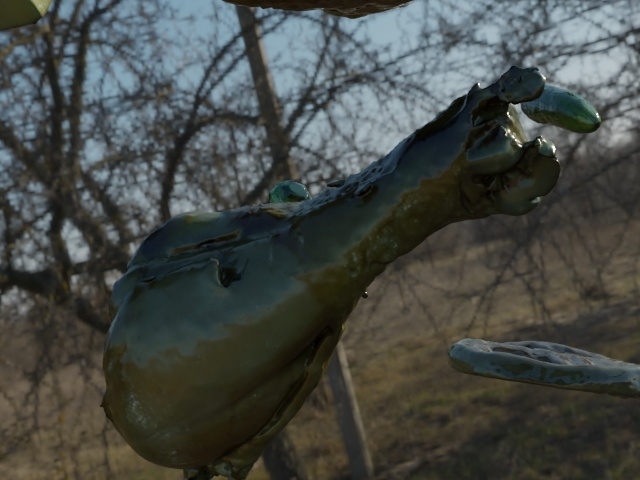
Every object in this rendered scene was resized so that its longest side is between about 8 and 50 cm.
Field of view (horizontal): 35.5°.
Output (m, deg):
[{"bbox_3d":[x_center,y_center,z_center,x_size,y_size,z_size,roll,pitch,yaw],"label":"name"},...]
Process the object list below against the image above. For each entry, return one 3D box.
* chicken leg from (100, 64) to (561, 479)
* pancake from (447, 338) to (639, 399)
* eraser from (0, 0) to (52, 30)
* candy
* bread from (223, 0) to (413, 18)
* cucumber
[{"bbox_3d":[0.001,0.022,0.761,0.429,0.201,0.153,-35,-23,13],"label":"chicken leg"},{"bbox_3d":[0.311,0.159,1.229,0.294,0.049,0.294,9,-2,0],"label":"pancake"},{"bbox_3d":[-0.379,-0.334,1.245,0.117,0.172,0.058,-5,-42,19],"label":"eraser"},{"bbox_3d":[0.000,0.002,2.062,0.097,0.323,0.097,-29,-28,-17],"label":"candy"},{"bbox_3d":[-0.025,-0.317,0.918,0.314,0.191,0.370,-9,-25,19],"label":"bread"},{"bbox_3d":[0.316,-0.183,1.361,0.056,0.056,0.250,-14,15,-7],"label":"cucumber"}]
